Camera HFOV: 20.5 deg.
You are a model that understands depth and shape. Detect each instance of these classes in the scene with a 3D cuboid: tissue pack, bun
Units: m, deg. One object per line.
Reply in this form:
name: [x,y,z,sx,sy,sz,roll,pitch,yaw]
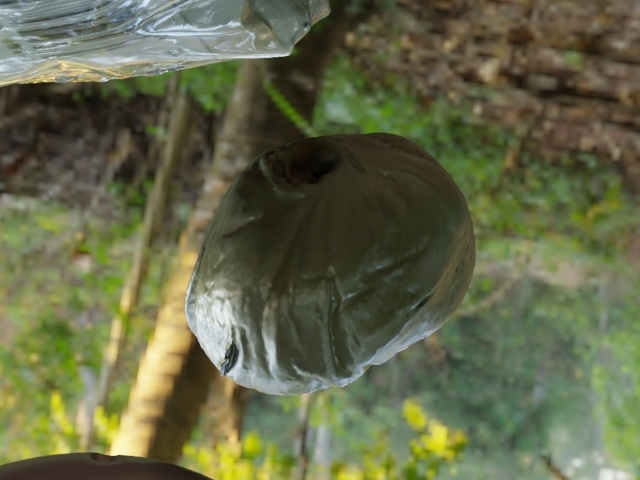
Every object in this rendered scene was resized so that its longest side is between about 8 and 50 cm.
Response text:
tissue pack: [-0.210,-0.194,1.215,0.390,0.195,0.375,-7,161,8]
bun: [0.000,0.000,0.972,0.167,0.113,0.173,-14,-151,5]

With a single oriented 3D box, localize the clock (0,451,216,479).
clock: [-0.139,0.279,0.821,0.368,0.377,0.250,41,-152,-26]
